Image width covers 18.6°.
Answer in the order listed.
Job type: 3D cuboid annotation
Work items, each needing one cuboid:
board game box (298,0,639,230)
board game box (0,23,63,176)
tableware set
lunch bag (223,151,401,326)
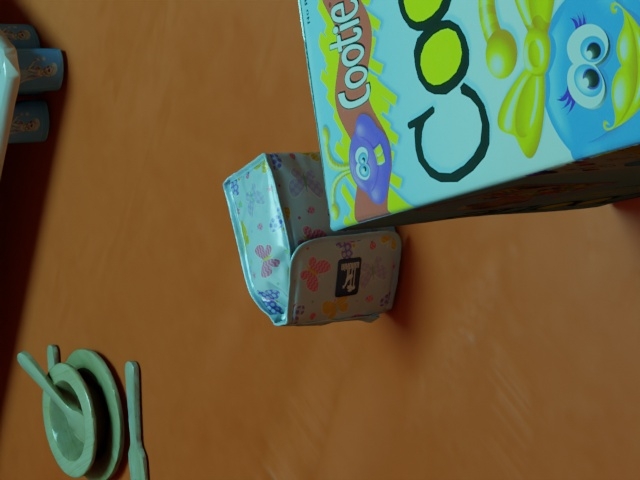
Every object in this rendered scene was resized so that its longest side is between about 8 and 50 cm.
[{"bbox_3d":[0.123,-0.097,0.682,0.275,0.144,0.142,-16,81,56],"label":"board game box"},{"bbox_3d":[-0.316,-0.065,1.459,0.390,0.050,0.390,49,134,42],"label":"board game box"},{"bbox_3d":[-0.157,0.168,1.260,0.128,0.039,0.194,4,98,57],"label":"tableware set"},{"bbox_3d":[0.000,0.000,0.958,0.053,0.071,0.083,-28,70,51],"label":"lunch bag"}]
